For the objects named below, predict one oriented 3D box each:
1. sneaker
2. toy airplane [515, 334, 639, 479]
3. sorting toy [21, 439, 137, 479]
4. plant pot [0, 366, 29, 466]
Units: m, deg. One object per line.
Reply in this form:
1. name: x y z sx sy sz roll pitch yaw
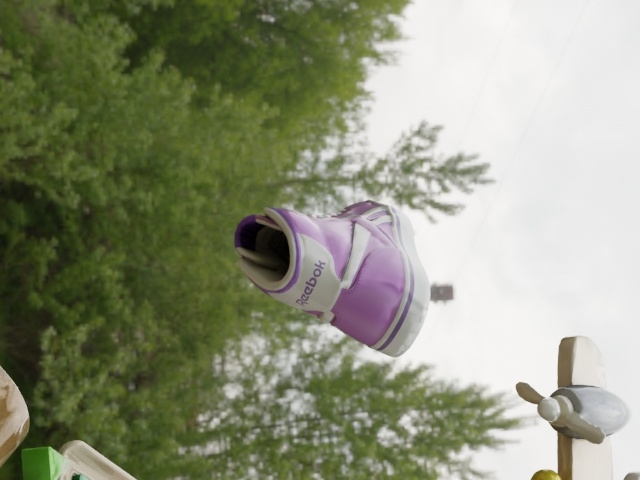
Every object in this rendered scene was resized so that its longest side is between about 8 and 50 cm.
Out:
1. sneaker: 0.000 -0.001 0.827 0.282 0.161 0.102 -113 -133 -76
2. toy airplane: 0.303 0.363 1.036 0.386 0.384 0.272 51 -21 0
3. sorting toy: -0.227 0.333 0.942 0.347 0.047 0.196 61 25 -52
4. plant pot: -0.419 0.213 0.761 0.254 0.237 0.237 -69 174 -45
